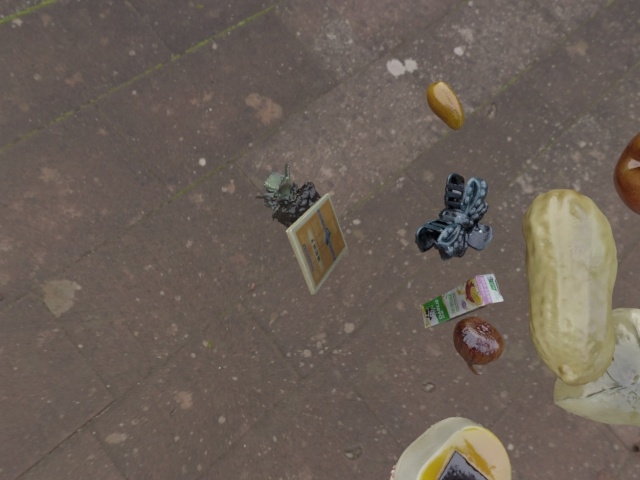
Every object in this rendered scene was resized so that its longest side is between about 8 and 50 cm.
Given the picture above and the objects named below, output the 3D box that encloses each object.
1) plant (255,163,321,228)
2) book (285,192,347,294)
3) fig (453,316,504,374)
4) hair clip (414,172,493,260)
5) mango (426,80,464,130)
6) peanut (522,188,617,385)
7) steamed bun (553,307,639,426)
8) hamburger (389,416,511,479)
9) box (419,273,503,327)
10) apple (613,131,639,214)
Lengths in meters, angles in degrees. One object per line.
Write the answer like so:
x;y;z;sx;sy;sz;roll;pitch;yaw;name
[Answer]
-0.072;-0.099;1.181;0.142;0.131;0.203;-44;114;-18;plant
0.001;0.000;1.066;0.242;0.018;0.170;-51;125;-55;book
0.462;0.332;1.308;0.133;0.201;0.146;-6;41;-12;fig
0.470;-0.067;1.479;0.206;0.194;0.310;36;83;-44;hair clip
0.433;-0.461;1.484;0.084;0.102;0.184;-34;97;-14;mango
0.408;0.074;0.699;0.147;0.147;0.319;-11;94;-16;peanut
0.553;0.231;0.781;0.231;0.110;0.213;-2;83;15;steamed bun
0.317;0.573;1.043;0.295;0.151;0.227;-30;76;-22;hamburger
0.246;0.114;0.777;0.041;0.207;0.050;-5;70;-18;box
0.724;-0.149;0.909;0.162;0.201;0.201;21;70;-17;apple
